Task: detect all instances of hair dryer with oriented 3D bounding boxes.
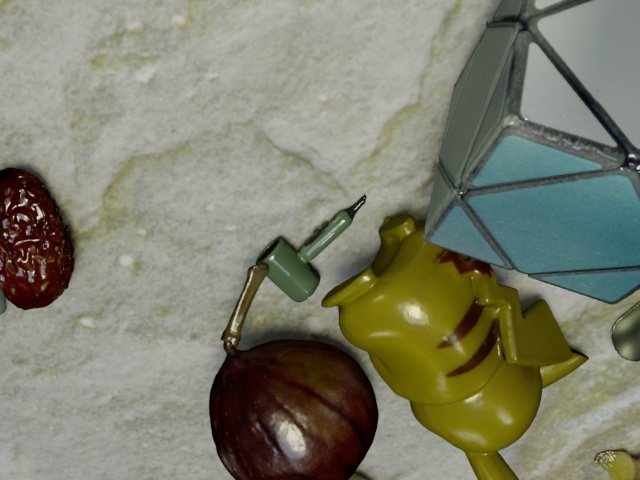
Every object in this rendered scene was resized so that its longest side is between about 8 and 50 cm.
[{"bbox_3d":[0.000,0.000,0.832,0.150,0.047,0.071,-43,107,10],"label":"hair dryer"}]

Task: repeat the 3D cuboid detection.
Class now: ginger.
[{"bbox_3d":[0.421,0.307,0.911,0.137,0.044,0.058,16,96,-2],"label":"ginger"}]

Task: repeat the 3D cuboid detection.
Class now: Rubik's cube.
[{"bbox_3d":[0.228,-0.094,0.632,0.204,0.207,0.205,19,153,-2],"label":"Rubik's cube"}]

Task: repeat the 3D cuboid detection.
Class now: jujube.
[{"bbox_3d":[-0.338,-0.002,0.830,0.104,0.104,0.166,-1,111,7],"label":"jujube"}]

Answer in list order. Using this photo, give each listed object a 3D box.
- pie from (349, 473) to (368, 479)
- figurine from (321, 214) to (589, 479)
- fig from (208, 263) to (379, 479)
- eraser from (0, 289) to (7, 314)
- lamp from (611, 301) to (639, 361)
[{"bbox_3d":[-0.009,0.456,1.005,0.338,0.077,0.339,1,111,2],"label":"pie"},{"bbox_3d":[0.161,0.119,0.797,0.169,0.218,0.327,-3,130,52],"label":"figurine"},{"bbox_3d":[-0.060,0.185,0.826,0.203,0.186,0.249,-26,121,34],"label":"fig"},{"bbox_3d":[-0.480,-0.015,0.850,0.173,0.081,0.227,3,114,9],"label":"eraser"},{"bbox_3d":[0.486,0.156,0.800,0.203,0.124,0.283,-38,102,29],"label":"lamp"}]
